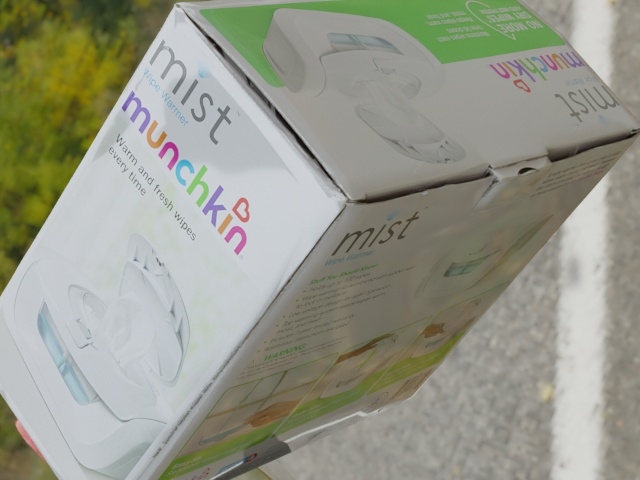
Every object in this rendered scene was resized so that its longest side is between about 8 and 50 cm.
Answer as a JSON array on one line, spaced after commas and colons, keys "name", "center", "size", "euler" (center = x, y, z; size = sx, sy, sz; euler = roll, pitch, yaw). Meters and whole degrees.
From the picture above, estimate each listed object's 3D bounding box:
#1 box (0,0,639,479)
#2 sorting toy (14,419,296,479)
[{"name": "box", "center": [0.000, 0.000, 0.725], "size": [0.262, 0.127, 0.231], "euler": [-16, -31, -50]}, {"name": "sorting toy", "center": [-0.113, 0.148, 1.016], "size": [0.089, 0.255, 0.257], "euler": [-48, 14, -5]}]
